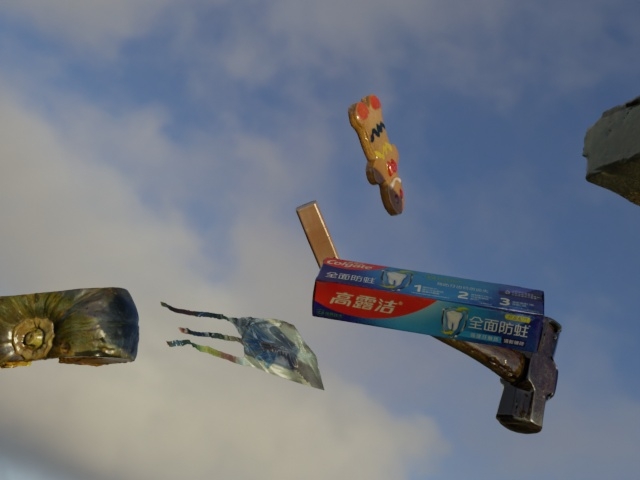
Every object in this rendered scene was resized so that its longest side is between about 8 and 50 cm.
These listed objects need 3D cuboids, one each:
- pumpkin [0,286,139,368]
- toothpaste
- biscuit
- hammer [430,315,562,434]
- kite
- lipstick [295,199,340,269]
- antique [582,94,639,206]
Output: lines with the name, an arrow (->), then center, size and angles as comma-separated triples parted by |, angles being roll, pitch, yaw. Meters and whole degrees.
pumpkin -> -0.470, 0.162, 1.962 | 0.281, 0.139, 0.190 | -3, -8, 9
toothpaste -> 0.152, 0.089, 1.516 | 0.321, 0.076, 0.066 | 8, -64, 9
biscuit -> 0.125, -0.168, 2.152 | 0.036, 0.165, 0.250 | -12, -74, 25
hammer -> 0.319, 0.212, 2.181 | 0.409, 0.242, 0.095 | 30, -26, -26
kite -> -0.132, 0.163, 1.803 | 0.310, 0.169, 0.015 | 21, -62, -31
lipstick -> 0.000, 0.000, 2.015 | 0.045, 0.045, 0.145 | -96, 165, -79
antique -> 0.549, -0.163, 1.648 | 0.150, 0.125, 0.284 | 20, -26, -21
